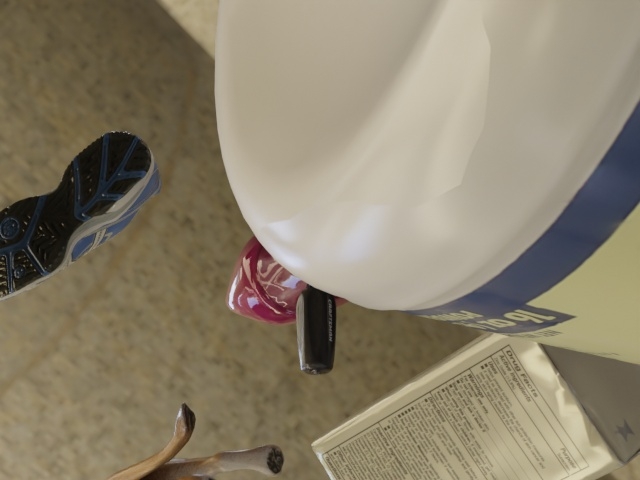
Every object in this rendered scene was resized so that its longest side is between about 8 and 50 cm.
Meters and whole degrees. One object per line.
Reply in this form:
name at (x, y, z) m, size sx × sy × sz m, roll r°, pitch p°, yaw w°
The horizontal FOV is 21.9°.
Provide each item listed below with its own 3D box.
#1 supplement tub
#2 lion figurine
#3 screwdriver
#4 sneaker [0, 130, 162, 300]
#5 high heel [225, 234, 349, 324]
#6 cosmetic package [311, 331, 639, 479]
supplement tub at (0.157, -0.070, 0.456) m, size 0.235 × 0.325 × 0.235 m, roll -167°, pitch -90°, yaw -70°
lion figurine at (-0.115, 0.304, 1.662) m, size 0.240 × 0.392 × 0.142 m, roll -11°, pitch -143°, yaw 33°
screwdriver at (0.000, 0.000, 0.992) m, size 0.024 × 0.025 × 0.169 m, roll 140°, pitch -41°, yaw -56°
sneaker at (-0.226, -0.008, 1.470) m, size 0.211 × 0.081 × 0.080 m, roll -34°, pitch -111°, yaw 3°
high heel at (0.082, -0.031, 1.553) m, size 0.377 × 0.127 × 0.181 m, roll -20°, pitch 178°, yaw -32°
cosmetic package at (0.152, 0.164, 1.458) m, size 0.129 × 0.153 × 0.296 m, roll -28°, pitch 175°, yaw -47°
